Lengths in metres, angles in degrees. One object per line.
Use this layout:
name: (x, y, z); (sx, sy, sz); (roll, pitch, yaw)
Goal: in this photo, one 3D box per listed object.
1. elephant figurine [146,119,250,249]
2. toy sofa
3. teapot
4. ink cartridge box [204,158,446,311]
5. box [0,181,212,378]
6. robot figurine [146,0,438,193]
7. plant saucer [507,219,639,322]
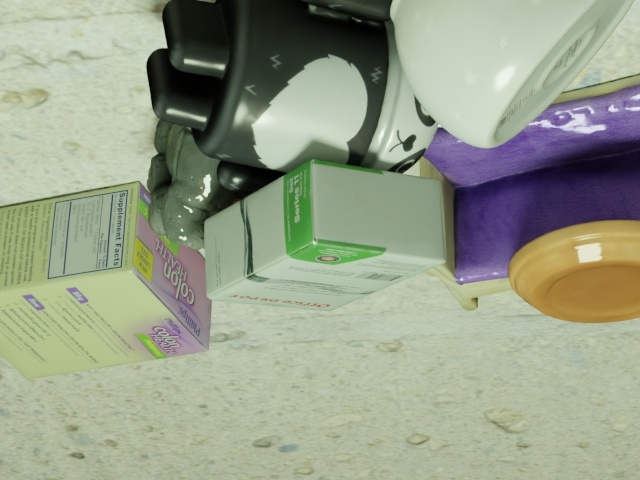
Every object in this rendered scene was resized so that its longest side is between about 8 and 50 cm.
elephant figurine: (-0.050, -0.066, 2.027); (0.239, 0.169, 0.186); (7, -177, -17)
toy sofa: (0.279, -0.054, 2.022); (0.363, 0.150, 0.177); (-11, 149, 21)
teapot: (0.149, -0.217, 1.701); (0.187, 0.252, 0.256); (42, 128, 12)
ink cartridge box: (0.000, 0.000, 1.873); (0.153, 0.086, 0.208); (8, 160, -32)
box: (-0.278, 0.051, 2.255); (0.243, 0.117, 0.213); (-9, 149, 19)
robot figurine: (-0.020, -0.146, 1.841); (0.278, 0.173, 0.209); (10, 164, -18)
plant saucer: (0.293, 0.038, 1.994); (0.200, 0.037, 0.200); (-1, 155, 0)
